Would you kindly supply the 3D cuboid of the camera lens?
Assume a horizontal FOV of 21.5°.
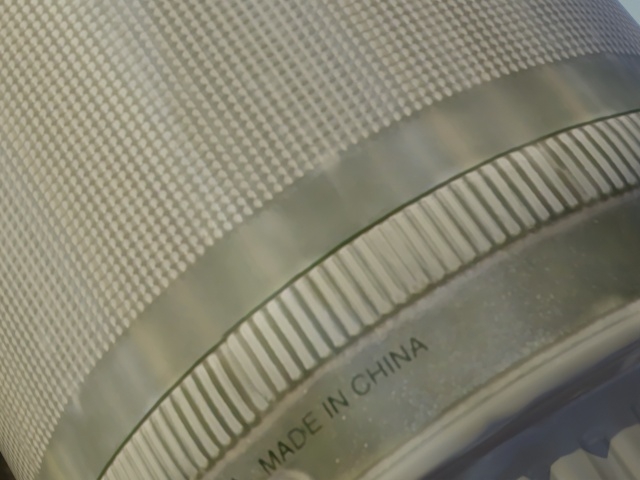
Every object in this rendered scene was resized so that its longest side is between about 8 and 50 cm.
[{"bbox_3d":[0.000,0.000,0.490,0.274,0.219,0.219,56,17,24],"label":"camera lens"}]
